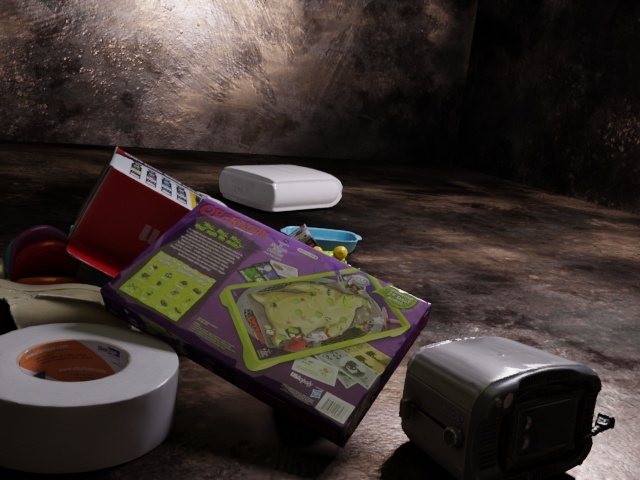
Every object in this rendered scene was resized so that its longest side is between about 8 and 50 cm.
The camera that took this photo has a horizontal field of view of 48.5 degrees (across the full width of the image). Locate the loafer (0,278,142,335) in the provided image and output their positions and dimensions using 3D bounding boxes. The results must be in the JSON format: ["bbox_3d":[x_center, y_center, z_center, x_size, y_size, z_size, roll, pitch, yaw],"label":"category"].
[{"bbox_3d":[-0.355,0.107,0.875,0.269,0.101,0.092,10,23,-20],"label":"loafer"}]

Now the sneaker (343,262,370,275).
[{"bbox_3d":[0.008,0.111,0.932,0.105,0.146,0.296,9,14,2],"label":"sneaker"}]

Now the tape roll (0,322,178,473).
[{"bbox_3d":[-0.264,0.159,0.760,0.219,0.072,0.219,7,13,-2],"label":"tape roll"}]

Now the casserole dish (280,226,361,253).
[{"bbox_3d":[0.000,0.000,1.642,0.189,0.037,0.114,4,14,-6],"label":"casserole dish"}]

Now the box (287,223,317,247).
[{"bbox_3d":[-0.073,0.027,1.335,0.137,0.027,0.094,-35,17,2],"label":"box"}]

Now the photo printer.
[{"bbox_3d":[-0.107,-0.161,2.121,0.308,0.107,0.256,-7,19,-45],"label":"photo printer"}]

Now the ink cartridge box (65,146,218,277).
[{"bbox_3d":[-0.205,0.004,1.076,0.309,0.130,0.272,29,7,-19],"label":"ink cartridge box"}]

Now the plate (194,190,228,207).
[{"bbox_3d":[-0.426,-0.109,1.885,0.277,0.045,0.278,18,18,40],"label":"plate"}]

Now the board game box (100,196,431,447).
[{"bbox_3d":[-0.067,0.081,0.865,0.347,0.056,0.208,25,54,22],"label":"board game box"}]

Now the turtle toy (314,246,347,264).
[{"bbox_3d":[-0.010,0.050,1.357,0.130,0.066,0.095,-1,-8,-19],"label":"turtle toy"}]

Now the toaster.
[{"bbox_3d":[0.196,0.178,0.779,0.227,0.129,0.146,-4,14,-33],"label":"toaster"}]

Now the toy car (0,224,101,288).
[{"bbox_3d":[-0.392,0.048,0.997,0.159,0.136,0.182,1,20,-32],"label":"toy car"}]

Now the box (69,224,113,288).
[{"bbox_3d":[-0.400,0.030,1.266,0.101,0.060,0.244,2,14,-18],"label":"box"}]
